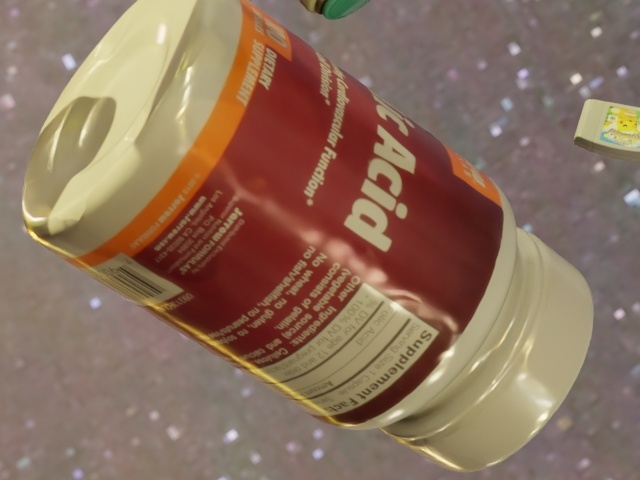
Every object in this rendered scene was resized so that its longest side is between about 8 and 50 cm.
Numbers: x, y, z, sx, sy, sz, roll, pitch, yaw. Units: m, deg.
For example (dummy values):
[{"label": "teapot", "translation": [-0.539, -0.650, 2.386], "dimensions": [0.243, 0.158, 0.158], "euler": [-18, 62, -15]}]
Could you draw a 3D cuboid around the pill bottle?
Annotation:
[{"label": "pill bottle", "translation": [0.000, 0.000, 1.401], "dimensions": [0.392, 0.224, 0.224], "euler": [34, -19, -26]}]

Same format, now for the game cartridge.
[{"label": "game cartridge", "translation": [0.262, -0.092, 1.643], "dimensions": [0.083, 0.056, 0.017], "euler": [11, -37, 12]}]

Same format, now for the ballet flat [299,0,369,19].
[{"label": "ballet flat", "translation": [0.078, -0.233, 1.203], "dimensions": [0.086, 0.248, 0.086], "euler": [53, 17, -23]}]
